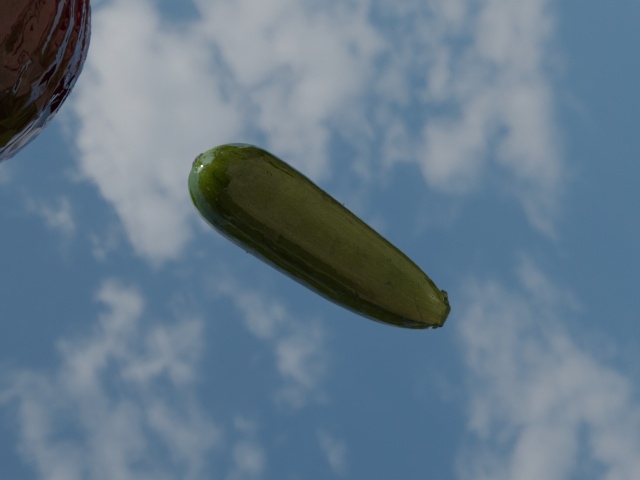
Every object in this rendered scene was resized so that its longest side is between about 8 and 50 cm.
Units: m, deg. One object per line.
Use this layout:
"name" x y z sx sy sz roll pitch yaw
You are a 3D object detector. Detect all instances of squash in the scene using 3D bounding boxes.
"squash" 0.000 0.000 1.085 0.201 0.066 0.066 31 -133 -9

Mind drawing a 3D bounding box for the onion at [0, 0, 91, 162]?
"onion" -0.227 -0.147 0.794 0.256 0.272 0.230 10 -136 -56
